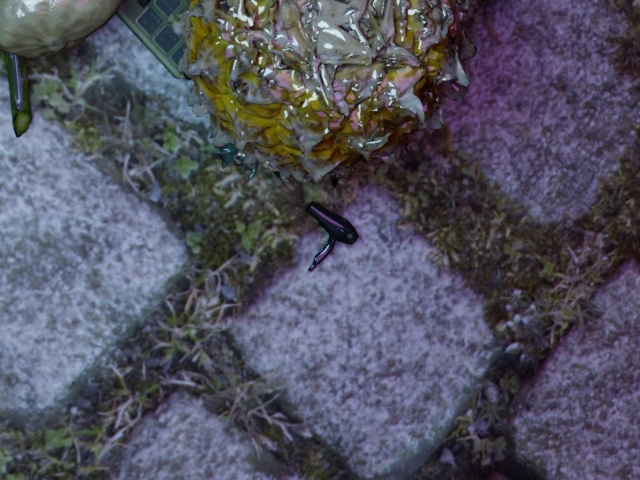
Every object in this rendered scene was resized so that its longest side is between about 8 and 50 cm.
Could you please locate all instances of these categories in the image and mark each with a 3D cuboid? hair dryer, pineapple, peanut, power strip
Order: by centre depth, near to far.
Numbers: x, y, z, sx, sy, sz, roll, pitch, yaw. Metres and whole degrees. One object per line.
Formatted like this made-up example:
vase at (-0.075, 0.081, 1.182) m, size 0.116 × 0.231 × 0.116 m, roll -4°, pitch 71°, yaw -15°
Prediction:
pineapple at (0.008, -0.227, 1.471) m, size 0.352 × 0.300 × 0.353 m, roll 0°, pitch 91°, yaw -9°
peanut at (-0.267, -0.304, 1.478) m, size 0.137 × 0.122 × 0.253 m, roll 26°, pitch 69°, yaw 8°
power strip at (-0.196, -0.272, 1.583) m, size 0.076 × 0.028 × 0.169 m, roll -49°, pitch 117°, yaw -10°
hair dryer at (0.000, 0.000, 1.740) m, size 0.079 × 0.031 × 0.083 m, roll 34°, pitch 91°, yaw -17°

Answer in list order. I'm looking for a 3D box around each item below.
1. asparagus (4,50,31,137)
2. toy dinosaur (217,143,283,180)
asparagus at (-0.354, -0.232, 1.509) m, size 0.034 × 0.027 × 0.236 m, roll -19°, pitch 108°, yaw -34°
toy dinosaur at (-0.002, -0.163, 1.679) m, size 0.292 × 0.079 × 0.120 m, roll -32°, pitch 118°, yaw -16°
